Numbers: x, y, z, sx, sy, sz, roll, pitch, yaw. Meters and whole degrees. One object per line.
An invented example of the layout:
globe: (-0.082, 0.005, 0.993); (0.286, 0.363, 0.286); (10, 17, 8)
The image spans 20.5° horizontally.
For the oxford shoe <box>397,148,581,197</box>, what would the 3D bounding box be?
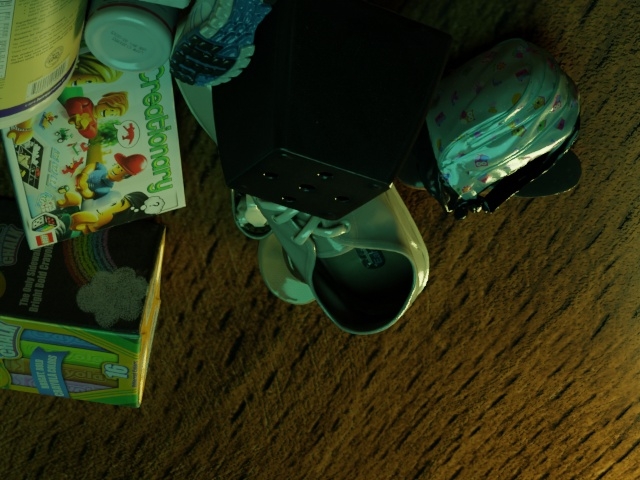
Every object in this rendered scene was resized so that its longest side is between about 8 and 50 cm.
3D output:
oxford shoe: (0.188, -0.085, 2.004); (0.212, 0.076, 0.076); (4, 174, 2)

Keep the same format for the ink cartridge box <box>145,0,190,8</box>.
ink cartridge box: (-0.141, -0.343, 1.623); (0.093, 0.154, 0.212); (10, 144, -1)

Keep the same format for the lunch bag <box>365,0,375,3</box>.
lunch bag: (-0.020, -0.259, 1.774); (0.128, 0.096, 0.151); (15, 158, -16)

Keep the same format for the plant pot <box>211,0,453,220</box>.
plant pot: (-0.001, -0.126, 1.743); (0.188, 0.167, 0.187); (17, 158, -23)

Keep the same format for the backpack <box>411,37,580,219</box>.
backpack: (0.184, -0.128, 1.871); (0.182, 0.152, 0.115); (-29, 141, 24)

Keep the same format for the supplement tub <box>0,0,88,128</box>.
supplement tub: (-0.329, -0.286, 1.663); (0.241, 0.241, 0.331); (13, 143, -7)

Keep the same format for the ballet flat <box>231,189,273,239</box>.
ballet flat: (-0.074, -0.078, 2.043); (0.072, 0.068, 0.213); (3, 143, 6)

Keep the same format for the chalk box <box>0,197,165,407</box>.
chalk box: (-0.351, 0.074, 2.210); (0.288, 0.180, 0.179); (9, 144, 0)

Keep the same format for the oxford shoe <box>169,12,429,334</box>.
oxford shoe: (-0.013, -0.068, 1.933); (0.169, 0.130, 0.449); (-20, 122, 23)

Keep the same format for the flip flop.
flip flop: (0.000, 0.000, 2.126); (0.112, 0.080, 0.277); (19, 142, -16)

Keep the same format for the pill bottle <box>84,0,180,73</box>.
pill bottle: (-0.178, -0.250, 1.750); (0.087, 0.160, 0.087); (5, 144, 4)

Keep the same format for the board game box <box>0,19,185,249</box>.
board game box: (-0.258, -0.122, 1.970); (0.193, 0.053, 0.305); (-17, 145, -11)

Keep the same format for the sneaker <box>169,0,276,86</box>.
sneaker: (-0.089, -0.227, 1.687); (0.071, 0.083, 0.191); (15, 135, -26)
